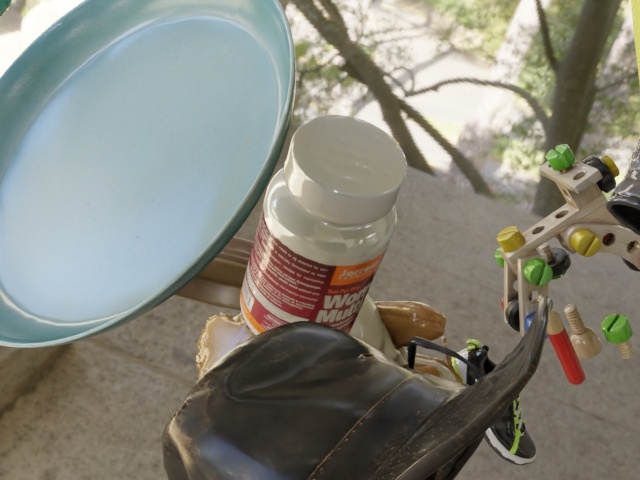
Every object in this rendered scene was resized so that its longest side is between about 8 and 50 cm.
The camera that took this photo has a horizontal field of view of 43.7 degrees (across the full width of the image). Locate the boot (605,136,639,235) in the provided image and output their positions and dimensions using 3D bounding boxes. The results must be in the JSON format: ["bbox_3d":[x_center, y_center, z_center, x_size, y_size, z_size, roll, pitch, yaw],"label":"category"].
[{"bbox_3d":[0.443,-0.066,0.822,0.338,0.222,0.118,18,-4,-17],"label":"boot"}]

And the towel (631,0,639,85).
[{"bbox_3d":[0.418,-0.178,0.923,0.021,0.237,0.102,-22,17,-28],"label":"towel"}]

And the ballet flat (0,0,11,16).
[{"bbox_3d":[-0.399,-0.207,0.789,0.083,0.247,0.087,61,34,-2],"label":"ballet flat"}]

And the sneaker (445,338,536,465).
[{"bbox_3d":[0.300,0.268,1.319,0.234,0.097,0.084,52,27,-6],"label":"sneaker"}]

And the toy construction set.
[{"bbox_3d":[0.337,0.012,1.123,0.258,0.237,0.308,-18,26,25],"label":"toy construction set"}]

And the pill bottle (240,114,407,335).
[{"bbox_3d":[0.000,0.000,0.741,0.121,0.221,0.121,9,47,-10],"label":"pill bottle"}]

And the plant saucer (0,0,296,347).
[{"bbox_3d":[-0.149,-0.066,0.579,0.317,0.317,0.044,42,-1,39],"label":"plant saucer"}]

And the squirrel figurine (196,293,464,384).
[{"bbox_3d":[0.023,0.214,1.240,0.370,0.397,0.281,41,34,-44],"label":"squirrel figurine"}]

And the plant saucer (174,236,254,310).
[{"bbox_3d":[-0.123,0.041,0.999,0.278,0.041,0.278,10,-15,3],"label":"plant saucer"}]

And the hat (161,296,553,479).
[{"bbox_3d":[-0.004,0.122,0.438,0.134,0.331,0.331,38,29,18],"label":"hat"}]
